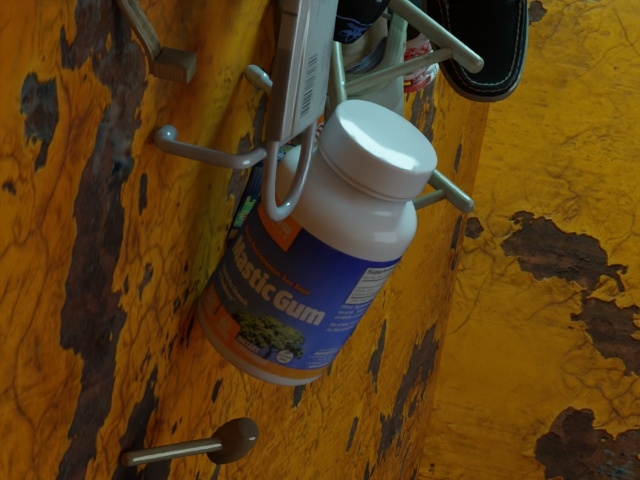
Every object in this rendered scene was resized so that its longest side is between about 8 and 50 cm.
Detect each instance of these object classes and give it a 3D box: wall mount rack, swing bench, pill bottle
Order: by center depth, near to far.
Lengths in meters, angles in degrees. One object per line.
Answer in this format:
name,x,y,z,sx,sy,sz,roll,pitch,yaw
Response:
wall mount rack,-0.046,-0.208,1.604,0.304,0.130,0.350,-44,146,-66
pill bottle,0.000,0.000,1.736,0.272,0.152,0.152,-59,179,29
swing bench,0.047,-0.170,1.905,0.253,0.165,0.254,85,-18,-53

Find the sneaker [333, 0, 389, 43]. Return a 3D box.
sneaker,0.003,-0.289,1.718,0.090,0.081,0.232,-55,-140,31

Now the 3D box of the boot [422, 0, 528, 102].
boot,0.206,-0.379,2.181,0.284,0.138,0.377,98,-6,-83

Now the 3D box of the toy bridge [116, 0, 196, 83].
toy bridge,-0.126,-0.204,1.337,0.188,0.063,0.026,93,14,-45

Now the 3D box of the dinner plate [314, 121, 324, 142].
dinner plate,-0.017,-0.076,2.142,0.141,0.017,0.141,11,90,-78

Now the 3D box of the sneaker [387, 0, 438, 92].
sneaker,0.118,-0.263,2.424,0.270,0.090,0.145,-60,157,-64

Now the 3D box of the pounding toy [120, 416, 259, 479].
pounding toy,-0.160,0.288,1.686,0.154,0.155,0.269,-47,-173,50

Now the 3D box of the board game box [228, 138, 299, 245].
board game box,-0.055,-0.004,1.952,0.170,0.048,0.141,86,17,-54
